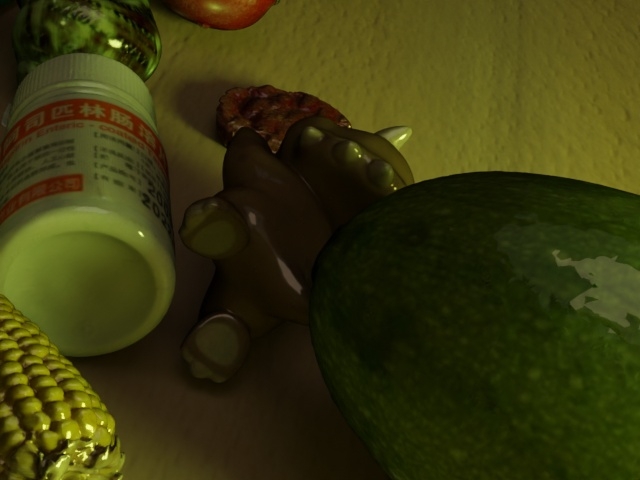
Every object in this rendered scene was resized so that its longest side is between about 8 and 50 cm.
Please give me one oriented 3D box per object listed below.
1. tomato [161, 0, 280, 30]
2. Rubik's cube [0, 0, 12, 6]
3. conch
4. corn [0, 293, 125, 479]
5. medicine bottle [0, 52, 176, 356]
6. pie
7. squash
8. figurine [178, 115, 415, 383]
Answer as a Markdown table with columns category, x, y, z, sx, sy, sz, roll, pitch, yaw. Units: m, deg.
| category | x | y | z | sx | sy | sz | roll | pitch | yaw |
| --- | --- | --- | --- | --- | --- | --- | --- | --- | --- |
| tomato | -0.125 | -0.327 | 1.419 | 0.167 | 0.167 | 0.167 | 15 | 33 | -10 |
| Rubik's cube | -0.384 | -0.380 | 1.280 | 0.224 | 0.213 | 0.265 | 25 | 27 | 2 |
| conch | -0.245 | -0.215 | 1.214 | 0.187 | 0.124 | 0.181 | 33 | 39 | 9 |
| corn | -0.243 | 0.076 | 0.814 | 0.106 | 0.106 | 0.305 | -15 | 44 | -43 |
| medicine bottle | -0.189 | -0.036 | 0.969 | 0.145 | 0.144 | 0.252 | 10 | 31 | -16 |
| pie | -0.037 | -0.116 | 1.270 | 0.154 | 0.038 | 0.153 | 12 | 32 | -8 |
| squash | 0.144 | 0.065 | 0.827 | 0.309 | 0.310 | 0.310 | 33 | 33 | 2 |
| figurine | 0.001 | -0.005 | 0.999 | 0.173 | 0.177 | 0.247 | 5 | 19 | 9 |
